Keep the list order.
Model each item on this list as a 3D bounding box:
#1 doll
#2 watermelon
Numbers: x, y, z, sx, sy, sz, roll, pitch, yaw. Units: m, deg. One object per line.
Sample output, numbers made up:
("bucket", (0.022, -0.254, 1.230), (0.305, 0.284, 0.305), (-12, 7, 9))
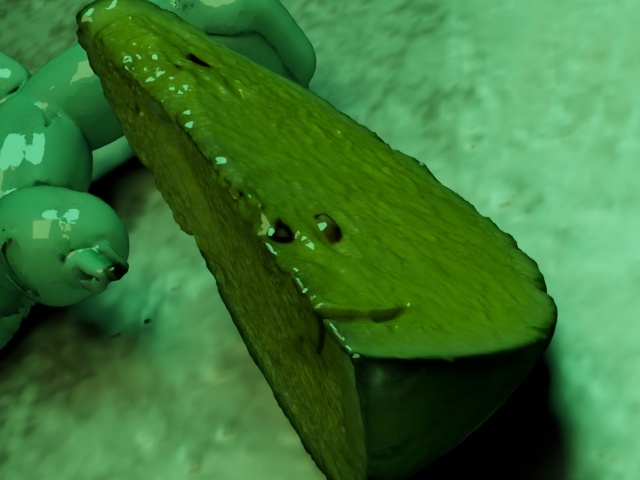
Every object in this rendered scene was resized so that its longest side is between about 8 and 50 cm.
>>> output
("doll", (-0.076, -0.037, 0.595), (0.158, 0.059, 0.159), (-14, 43, 28))
("watermelon", (0.010, -0.002, 0.478), (0.075, 0.092, 0.181), (-27, 37, -10))
